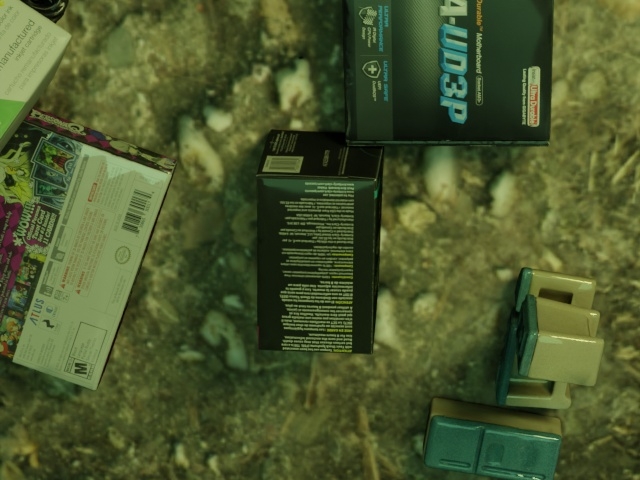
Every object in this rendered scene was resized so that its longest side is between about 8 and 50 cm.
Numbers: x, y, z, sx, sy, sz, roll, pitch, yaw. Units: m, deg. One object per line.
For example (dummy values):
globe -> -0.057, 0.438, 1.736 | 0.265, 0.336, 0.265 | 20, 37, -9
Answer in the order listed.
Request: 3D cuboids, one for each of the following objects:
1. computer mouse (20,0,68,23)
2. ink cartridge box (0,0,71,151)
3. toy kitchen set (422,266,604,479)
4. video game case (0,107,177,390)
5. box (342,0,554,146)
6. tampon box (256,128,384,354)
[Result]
computer mouse -> -0.204, -0.314, 1.438 | 0.272, 0.072, 0.188 | -34, 108, 30
ink cartridge box -> -0.338, -0.157, 1.455 | 0.212, 0.154, 0.093 | 34, 156, -6
toy kitchen set -> 0.162, 0.137, 1.530 | 0.122, 0.166, 0.207 | 9, 112, 1
video game case -> -0.262, -0.002, 1.580 | 0.210, 0.042, 0.232 | 20, 112, -3
box -> 0.105, -0.188, 1.464 | 0.175, 0.051, 0.220 | 1, 112, 5
tampon box -> 0.000, 0.000, 1.514 | 0.101, 0.120, 0.161 | 3, 112, 4
